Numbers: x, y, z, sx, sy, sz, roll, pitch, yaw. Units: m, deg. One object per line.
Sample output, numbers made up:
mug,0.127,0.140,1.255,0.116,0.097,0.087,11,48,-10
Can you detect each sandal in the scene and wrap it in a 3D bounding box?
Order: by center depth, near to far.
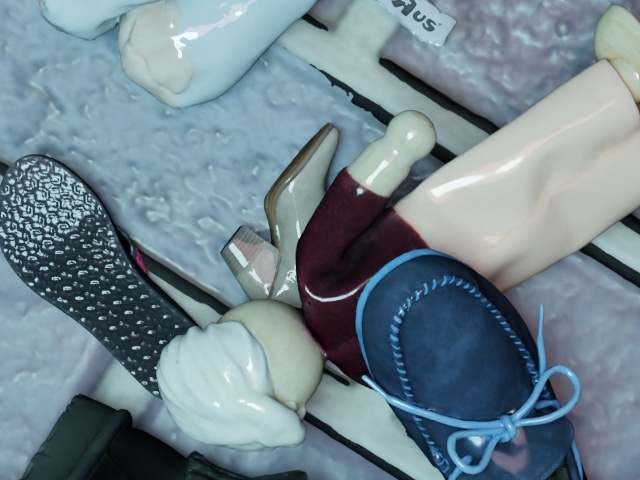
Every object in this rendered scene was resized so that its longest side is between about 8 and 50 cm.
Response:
sandal,-0.133,0.024,1.181,0.067,0.040,0.179,-38,105,6

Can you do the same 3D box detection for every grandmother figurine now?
grandmother figurine,0.061,0.014,1.127,0.342,0.104,0.207,-32,117,-7

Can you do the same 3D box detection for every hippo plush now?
hippo plush,-0.052,-0.191,1.075,0.294,0.236,0.234,27,90,0

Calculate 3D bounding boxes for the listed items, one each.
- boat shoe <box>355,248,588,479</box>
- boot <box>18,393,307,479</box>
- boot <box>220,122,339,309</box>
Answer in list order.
boat shoe,0.110,0.106,1.089,0.109,0.089,0.258,-39,128,-1
boot,-0.064,0.227,1.044,0.260,0.348,0.131,22,125,3
boot,0.000,0.000,1.178,0.087,0.042,0.118,39,92,-6
